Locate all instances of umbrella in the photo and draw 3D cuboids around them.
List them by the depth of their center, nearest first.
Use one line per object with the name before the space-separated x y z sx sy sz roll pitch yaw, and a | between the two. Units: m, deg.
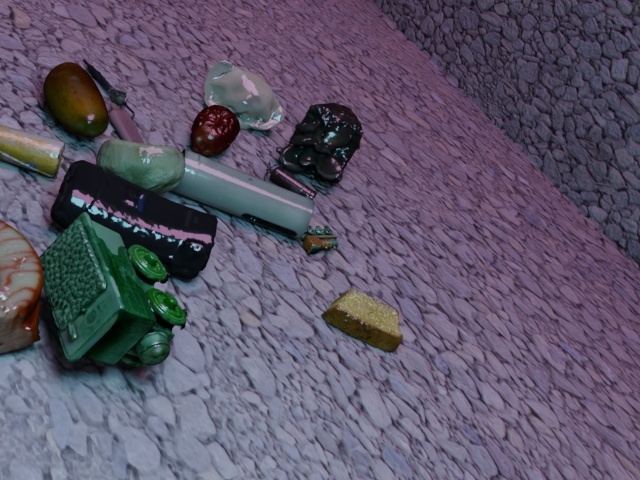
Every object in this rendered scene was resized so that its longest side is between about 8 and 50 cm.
umbrella | -0.541 -0.398 2.055 0.269 0.044 0.044 50 4 27

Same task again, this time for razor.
razor | -0.370 -0.041 1.608 0.327 0.107 0.189 23 30 -17

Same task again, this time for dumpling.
dumpling | -0.219 -0.401 2.267 0.250 0.162 0.132 35 -8 -15

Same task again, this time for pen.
pen | -0.477 -0.276 1.940 0.053 0.032 0.197 0 45 -41

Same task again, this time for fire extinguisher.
fire extinguisher | -0.089 -0.148 2.095 0.157 0.045 0.078 35 52 4

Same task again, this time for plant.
plant | 0.012 -0.281 2.235 0.199 0.188 0.276 31 29 1

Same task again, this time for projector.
projector | -0.183 -0.108 1.883 0.337 0.108 0.108 21 31 -18

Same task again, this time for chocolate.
chocolate | -0.642 -0.197 1.635 0.219 0.086 0.086 17 33 -17

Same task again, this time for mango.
mango | -0.569 -0.324 1.844 0.133 0.111 0.267 23 26 -47

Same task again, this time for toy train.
toy train | -0.347 0.097 1.348 0.202 0.145 0.266 32 20 -50
toy train | 0.000 0.000 1.954 0.103 0.044 0.064 -2 46 -41

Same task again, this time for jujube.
jujube | -0.276 -0.285 2.062 0.112 0.109 0.176 0 30 14

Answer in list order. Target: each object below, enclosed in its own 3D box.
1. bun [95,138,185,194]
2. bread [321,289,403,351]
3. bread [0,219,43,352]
bun | -0.387 -0.156 1.729 0.195 0.118 0.195 7 3 0
bread | 0.098 0.174 1.768 0.187 0.065 0.103 27 36 -5
bread | -0.608 0.062 1.231 0.327 0.114 0.295 -10 50 -49
